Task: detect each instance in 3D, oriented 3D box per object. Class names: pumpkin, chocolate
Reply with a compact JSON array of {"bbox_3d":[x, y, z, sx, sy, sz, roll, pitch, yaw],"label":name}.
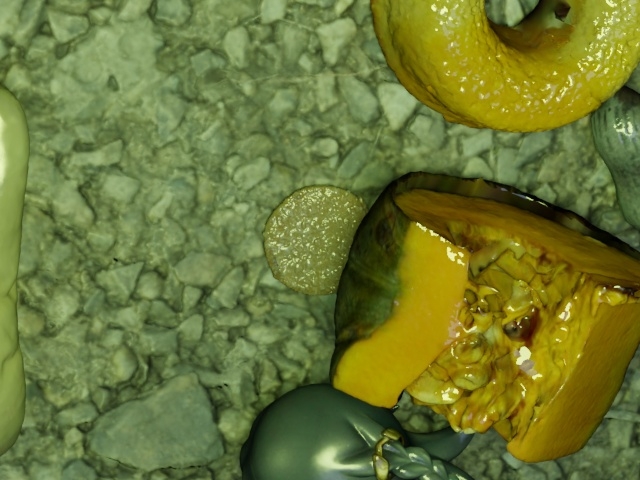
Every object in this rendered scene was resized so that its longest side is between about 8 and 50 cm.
[{"bbox_3d":[0.165,0.070,1.729,0.303,0.256,0.225,24,105,2],"label":"pumpkin"},{"bbox_3d":[0.323,-0.081,1.811,0.072,0.072,0.167,-25,114,-4],"label":"chocolate"}]

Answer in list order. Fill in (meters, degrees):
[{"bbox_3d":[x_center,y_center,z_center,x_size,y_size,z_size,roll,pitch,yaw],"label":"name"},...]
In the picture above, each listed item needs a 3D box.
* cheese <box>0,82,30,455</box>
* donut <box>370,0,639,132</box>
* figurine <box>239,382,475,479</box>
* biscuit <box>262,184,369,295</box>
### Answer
[{"bbox_3d":[-0.352,0.016,1.652,0.351,0.129,0.328,41,96,-21],"label":"cheese"},{"bbox_3d":[0.195,-0.242,1.708,0.303,0.110,0.303,-4,110,-13],"label":"donut"},{"bbox_3d":[0.050,0.246,1.805,0.265,0.175,0.197,11,126,-18],"label":"figurine"},{"bbox_3d":[0.000,0.000,1.791,0.120,0.015,0.120,-4,108,-13],"label":"biscuit"}]
